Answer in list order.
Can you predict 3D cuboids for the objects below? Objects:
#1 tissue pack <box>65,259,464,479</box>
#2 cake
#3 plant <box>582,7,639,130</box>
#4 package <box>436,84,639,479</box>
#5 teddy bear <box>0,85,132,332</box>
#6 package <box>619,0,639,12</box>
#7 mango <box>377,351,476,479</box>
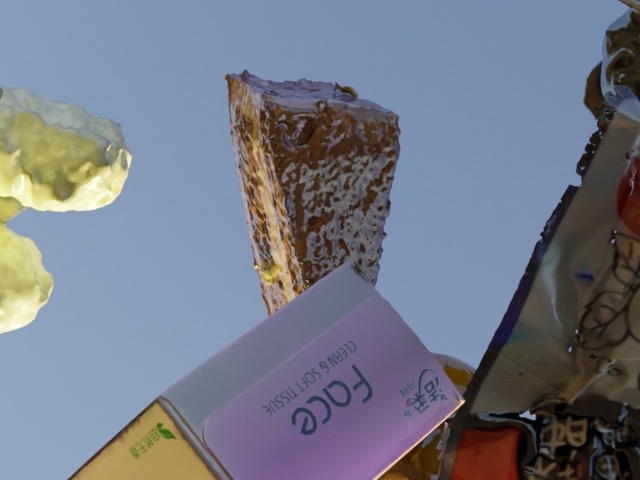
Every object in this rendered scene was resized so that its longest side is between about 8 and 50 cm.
[{"bbox_3d":[-0.063,0.127,0.882,0.092,0.148,0.246,53,-43,4],"label":"tissue pack"},{"bbox_3d":[0.000,0.000,1.395,0.116,0.113,0.295,42,-39,53],"label":"cake"},{"bbox_3d":[0.309,-0.116,1.423,0.164,0.256,0.142,-40,-117,19],"label":"plant"},{"bbox_3d":[0.170,0.065,0.912,0.194,0.071,0.269,13,-82,1],"label":"package"},{"bbox_3d":[-0.301,0.020,1.217,0.327,0.375,0.362,-53,-148,17],"label":"teddy bear"},{"bbox_3d":[0.244,-0.197,1.217,0.037,0.110,0.015,37,-9,38],"label":"package"},{"bbox_3d":[0.092,0.190,1.365,0.248,0.156,0.151,57,0,-23],"label":"mango"}]
